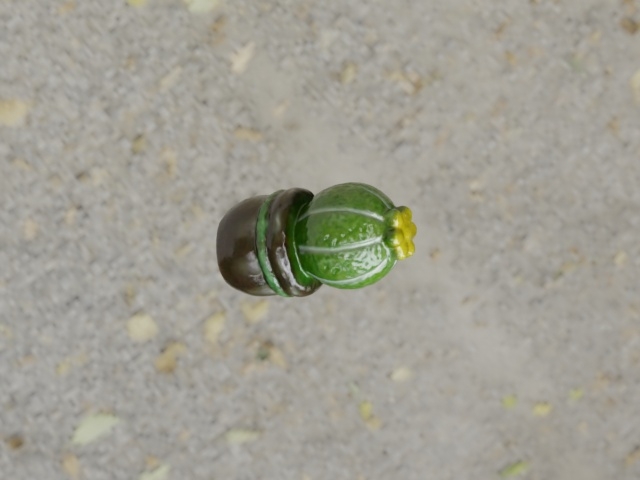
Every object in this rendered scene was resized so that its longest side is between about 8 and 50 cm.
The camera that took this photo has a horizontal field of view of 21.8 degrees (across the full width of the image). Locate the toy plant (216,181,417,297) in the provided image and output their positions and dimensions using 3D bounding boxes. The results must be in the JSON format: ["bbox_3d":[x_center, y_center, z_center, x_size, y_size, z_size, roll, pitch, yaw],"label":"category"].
[{"bbox_3d":[0.000,0.000,1.369,0.162,0.092,0.093,-5,147,24],"label":"toy plant"}]
